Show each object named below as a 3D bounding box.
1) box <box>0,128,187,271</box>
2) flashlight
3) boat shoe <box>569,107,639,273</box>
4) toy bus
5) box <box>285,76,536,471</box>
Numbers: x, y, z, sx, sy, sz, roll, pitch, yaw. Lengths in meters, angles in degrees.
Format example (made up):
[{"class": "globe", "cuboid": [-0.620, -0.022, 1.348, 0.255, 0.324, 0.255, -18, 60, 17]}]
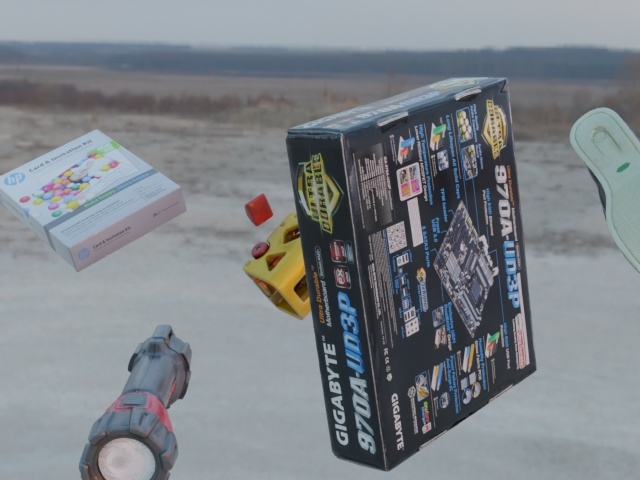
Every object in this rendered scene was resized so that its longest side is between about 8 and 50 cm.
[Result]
[{"class": "box", "cuboid": [-0.262, -0.050, 1.213, 0.145, 0.038, 0.186, -31, 42, -26]}, {"class": "flashlight", "cuboid": [-0.204, 0.202, 1.267, 0.103, 0.103, 0.304, -42, 9, 8]}, {"class": "boat shoe", "cuboid": [0.351, -0.045, 1.188, 0.084, 0.233, 0.079, -29, -41, 17]}, {"class": "toy bus", "cuboid": [-0.005, 0.012, 1.490, 0.190, 0.202, 0.104, -5, 15, -34]}, {"class": "box", "cuboid": [0.067, 0.015, 0.710, 0.051, 0.220, 0.175, 6, 21, 43]}]
